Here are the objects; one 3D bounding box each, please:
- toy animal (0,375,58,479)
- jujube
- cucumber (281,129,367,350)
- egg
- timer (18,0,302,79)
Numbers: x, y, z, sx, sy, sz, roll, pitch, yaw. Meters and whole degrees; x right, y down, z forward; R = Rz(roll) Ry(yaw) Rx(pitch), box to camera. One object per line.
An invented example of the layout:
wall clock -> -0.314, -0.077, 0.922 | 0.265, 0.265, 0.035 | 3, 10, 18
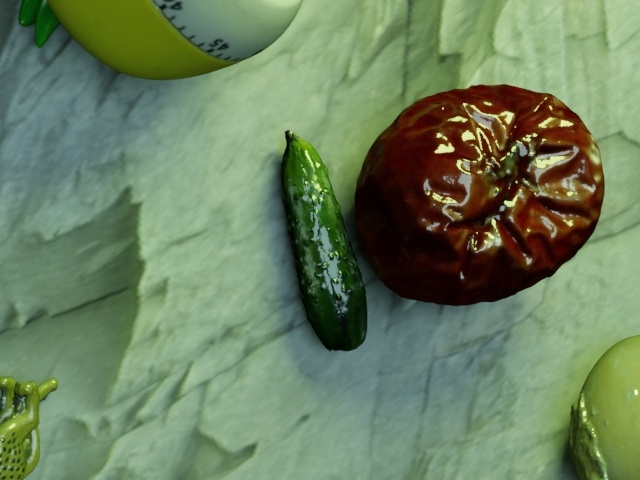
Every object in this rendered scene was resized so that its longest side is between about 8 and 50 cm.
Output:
toy animal -> -0.323, 0.195, 1.384 | 0.181, 0.073, 0.136 | -3, 98, -32
jujube -> 0.150, -0.046, 1.490 | 0.232, 0.213, 0.213 | -13, 93, -24
cucumber -> 0.000, 0.000, 1.499 | 0.069, 0.069, 0.227 | -14, 91, -20
egg -> 0.337, 0.196, 1.565 | 0.164, 0.164, 0.201 | 11, 71, -19
timer -> -0.175, -0.261, 1.373 | 0.285, 0.285, 0.285 | 1, 88, -20
